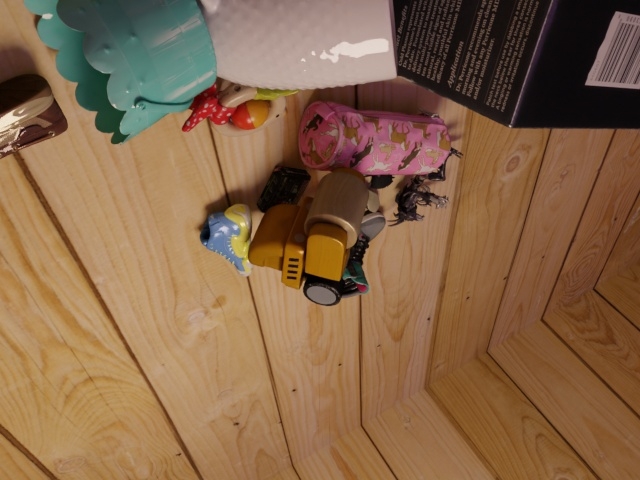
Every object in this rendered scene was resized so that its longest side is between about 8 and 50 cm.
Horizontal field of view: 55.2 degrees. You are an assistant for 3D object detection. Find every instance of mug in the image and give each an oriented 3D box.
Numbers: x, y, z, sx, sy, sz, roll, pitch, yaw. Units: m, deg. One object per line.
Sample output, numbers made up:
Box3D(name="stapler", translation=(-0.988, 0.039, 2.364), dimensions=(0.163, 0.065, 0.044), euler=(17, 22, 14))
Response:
Box3D(name="mug", translation=(-0.055, -0.383, 0.967), dimensions=(0.328, 0.276, 0.374), euler=(-5, -176, 10))

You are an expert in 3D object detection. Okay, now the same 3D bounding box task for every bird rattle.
Box3D(name="bird rattle", translation=(-0.155, -0.266, 1.225), dimensions=(0.254, 0.143, 0.207), euler=(-33, 160, -2))

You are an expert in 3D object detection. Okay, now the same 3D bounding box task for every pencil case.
Box3D(name="pencil case", translation=(0.132, -0.240, 1.463), dimensions=(0.386, 0.160, 0.167), euler=(-5, 96, -36))

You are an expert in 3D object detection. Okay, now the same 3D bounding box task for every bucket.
Box3D(name="bucket", translation=(-0.300, -0.304, 0.936), dimensions=(0.183, 0.281, 0.281), euler=(-33, 145, -20))

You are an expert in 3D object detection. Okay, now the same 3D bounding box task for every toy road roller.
Box3D(name="toy road roller", translation=(-0.036, -0.016, 1.399), dimensions=(0.241, 0.202, 0.329), euler=(15, 143, 4))

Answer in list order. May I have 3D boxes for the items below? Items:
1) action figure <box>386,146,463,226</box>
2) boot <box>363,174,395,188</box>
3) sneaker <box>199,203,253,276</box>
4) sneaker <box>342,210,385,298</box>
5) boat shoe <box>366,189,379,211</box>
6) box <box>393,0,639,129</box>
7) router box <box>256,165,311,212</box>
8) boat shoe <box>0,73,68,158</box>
Box3D(name="action figure", translation=(0.301, -0.136, 1.720), dimensions=(0.275, 0.141, 0.164), euler=(-59, -179, 17))
Box3D(name="boot", translation=(0.146, -0.176, 1.643), dimensions=(0.121, 0.045, 0.099), euler=(-24, 148, -16))
Box3D(name="sneaker", translation=(-0.230, 0.003, 1.499), dimensions=(0.126, 0.091, 0.240), euler=(-6, 137, -10))
Box3D(name="sneaker", translation=(0.101, 0.059, 1.740), dimensions=(0.295, 0.178, 0.124), euler=(-41, 144, 2))
Box3D(name="boat shoe", translation=(0.123, -0.117, 1.687), dimensions=(0.133, 0.042, 0.049), euler=(32, 81, -53))
Box3D(name="box", translation=(0.395, -0.424, 1.170), dimensions=(0.480, 0.472, 0.297), euler=(-6, 123, -32))
Box3D(name="router box", translation=(-0.090, -0.121, 1.502), dimensions=(0.092, 0.038, 0.122), euler=(4, 127, -42))
Box3D(name="boat shoe", translation=(-0.581, -0.144, 0.998), dimensions=(0.342, 0.123, 0.123), euler=(-34, 143, -16))
